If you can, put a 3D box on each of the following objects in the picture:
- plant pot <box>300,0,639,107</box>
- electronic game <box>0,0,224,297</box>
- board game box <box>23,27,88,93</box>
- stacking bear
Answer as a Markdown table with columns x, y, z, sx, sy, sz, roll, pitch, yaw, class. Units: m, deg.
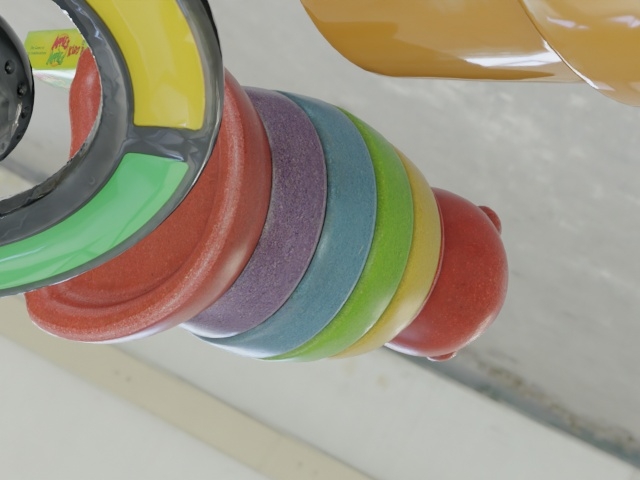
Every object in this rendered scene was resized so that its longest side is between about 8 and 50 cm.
| x | y | z | sx | sy | sz | roll | pitch | yaw | class |
| --- | --- | --- | --- | --- | --- | --- | --- | --- | --- |
| 0.091 | -0.148 | 0.587 | 0.188 | 0.205 | 0.205 | -8 | 145 | 45 | plant pot |
| -0.149 | -0.053 | 0.501 | 0.229 | 0.048 | 0.229 | -5 | 140 | -4 | electronic game |
| -0.207 | -0.166 | 1.346 | 0.092 | 0.043 | 0.181 | 24 | 170 | -38 | board game box |
| 0.000 | 0.000 | 0.830 | 0.164 | 0.175 | 0.289 | 12 | 177 | 45 | stacking bear |
